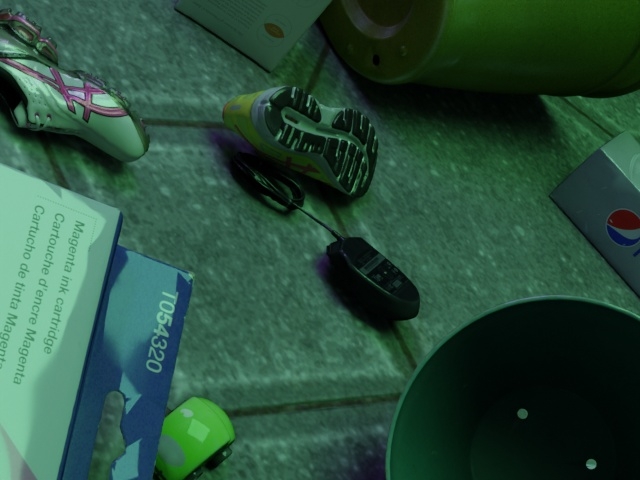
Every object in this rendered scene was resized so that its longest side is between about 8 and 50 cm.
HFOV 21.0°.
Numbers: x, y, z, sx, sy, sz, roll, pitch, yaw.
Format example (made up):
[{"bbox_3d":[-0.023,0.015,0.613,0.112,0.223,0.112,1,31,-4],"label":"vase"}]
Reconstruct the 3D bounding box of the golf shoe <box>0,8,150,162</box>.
[{"bbox_3d":[-0.243,-0.124,1.577,0.186,0.067,0.086,38,64,-12],"label":"golf shoe"}]

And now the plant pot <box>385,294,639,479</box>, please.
[{"bbox_3d":[0.203,0.198,1.537,0.290,0.290,0.195,48,-1,5],"label":"plant pot"}]

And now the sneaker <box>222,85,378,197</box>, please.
[{"bbox_3d":[-0.019,-0.105,1.758,0.208,0.094,0.081,32,68,-48],"label":"sneaker"}]

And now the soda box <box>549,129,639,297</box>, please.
[{"bbox_3d":[0.411,0.011,2.043,0.286,0.098,0.091,49,35,8],"label":"soda box"}]

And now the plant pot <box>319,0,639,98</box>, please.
[{"bbox_3d":[0.192,-0.322,1.987,0.353,0.366,0.366,-14,64,-38],"label":"plant pot"}]

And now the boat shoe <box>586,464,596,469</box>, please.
[{"bbox_3d":[0.343,0.269,1.712,0.226,0.076,0.083,9,80,-29],"label":"boat shoe"}]

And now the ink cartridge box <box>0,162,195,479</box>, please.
[{"bbox_3d":[-0.250,0.100,1.224,0.330,0.071,0.324,21,61,-22],"label":"ink cartridge box"}]

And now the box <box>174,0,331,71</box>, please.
[{"bbox_3d":[-0.051,-0.289,1.829,0.130,0.170,0.091,33,38,-15],"label":"box"}]

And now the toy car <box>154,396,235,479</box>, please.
[{"bbox_3d":[-0.135,0.176,1.374,0.239,0.053,0.225,49,36,7],"label":"toy car"}]

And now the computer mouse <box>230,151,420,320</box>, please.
[{"bbox_3d":[0.000,0.000,1.709,0.242,0.041,0.071,42,26,9],"label":"computer mouse"}]
